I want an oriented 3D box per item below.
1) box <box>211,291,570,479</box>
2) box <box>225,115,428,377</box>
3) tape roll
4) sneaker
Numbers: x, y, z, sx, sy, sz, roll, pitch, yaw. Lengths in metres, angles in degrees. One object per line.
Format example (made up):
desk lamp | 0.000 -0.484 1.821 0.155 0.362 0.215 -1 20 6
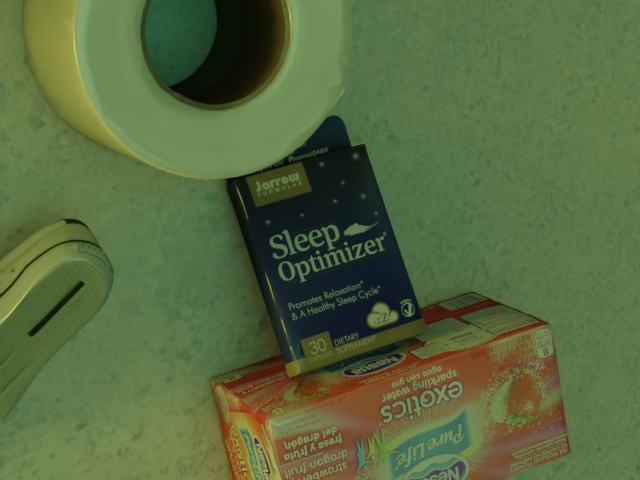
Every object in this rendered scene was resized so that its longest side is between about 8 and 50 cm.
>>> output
box | 0.069 0.168 1.511 0.300 0.154 0.142 -17 106 -22
box | 0.000 0.000 1.471 0.136 0.036 0.225 -17 84 -20
tape roll | -0.116 -0.182 1.351 0.246 0.169 0.246 -5 102 -25
sneaker | -0.280 0.084 1.375 0.258 0.091 0.094 -39 120 9
